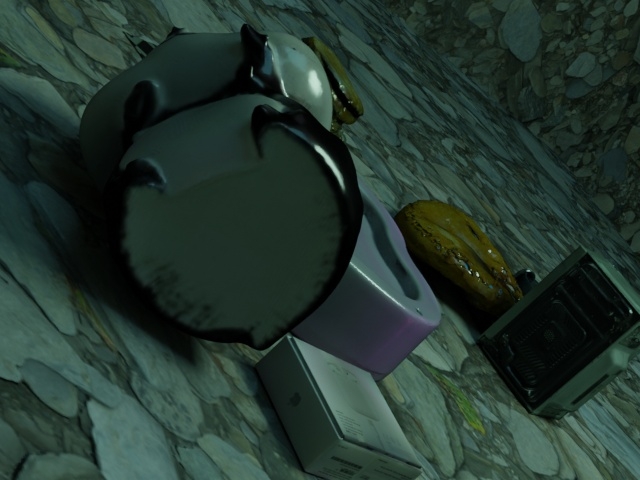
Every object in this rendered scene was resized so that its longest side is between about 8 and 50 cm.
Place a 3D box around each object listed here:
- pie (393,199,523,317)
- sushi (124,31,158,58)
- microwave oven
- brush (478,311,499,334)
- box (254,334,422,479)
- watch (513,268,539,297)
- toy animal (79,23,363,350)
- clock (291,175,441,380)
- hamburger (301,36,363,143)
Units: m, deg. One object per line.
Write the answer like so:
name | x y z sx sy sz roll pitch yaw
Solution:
pie | 0.216 0.029 1.974 0.273 0.069 0.273 35 19 -14
sushi | -0.126 -0.192 1.729 0.219 0.047 0.231 53 17 23
microwave oven | 0.355 0.134 1.842 0.122 0.208 0.162 21 29 -56
brush | 0.258 0.112 2.001 0.063 0.016 0.193 45 16 0
box | 0.018 0.165 1.214 0.130 0.051 0.129 31 21 -45
watch | 0.382 0.141 2.158 0.206 0.068 0.193 49 13 0
toy animal | -0.096 -0.069 1.202 0.251 0.251 0.310 38 19 -25
clock | 0.000 0.000 1.479 0.338 0.102 0.338 42 17 -15
hamburger | -0.013 -0.201 1.905 0.185 0.131 0.159 59 11 20
